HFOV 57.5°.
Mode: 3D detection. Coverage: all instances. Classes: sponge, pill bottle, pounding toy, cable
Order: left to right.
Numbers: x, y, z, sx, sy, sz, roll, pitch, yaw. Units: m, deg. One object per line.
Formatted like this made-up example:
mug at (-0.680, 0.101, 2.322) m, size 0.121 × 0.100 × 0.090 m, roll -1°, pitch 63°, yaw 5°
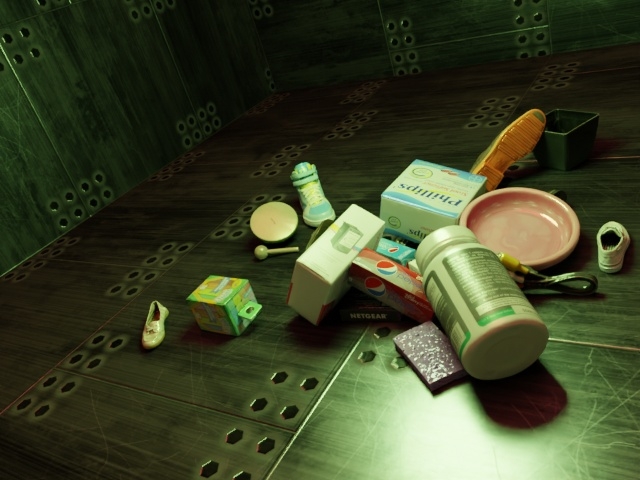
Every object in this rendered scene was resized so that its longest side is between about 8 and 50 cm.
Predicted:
pounding toy at (-0.171, -0.024, 2.247) m, size 0.183 × 0.110 × 0.237 m, roll -6°, pitch 57°, yaw -1°
sponge at (0.278, 0.284, 1.461) m, size 0.117 × 0.031 × 0.210 m, roll -23°, pitch 28°, yaw -9°
pill bottle at (0.371, 0.136, 1.412) m, size 0.204 × 0.204 × 0.361 m, roll -19°, pitch 42°, yaw -1°
cable at (0.566, 0.116, 1.536) m, size 0.287 × 0.139 × 0.072 m, roll 18°, pitch 35°, yaw 18°

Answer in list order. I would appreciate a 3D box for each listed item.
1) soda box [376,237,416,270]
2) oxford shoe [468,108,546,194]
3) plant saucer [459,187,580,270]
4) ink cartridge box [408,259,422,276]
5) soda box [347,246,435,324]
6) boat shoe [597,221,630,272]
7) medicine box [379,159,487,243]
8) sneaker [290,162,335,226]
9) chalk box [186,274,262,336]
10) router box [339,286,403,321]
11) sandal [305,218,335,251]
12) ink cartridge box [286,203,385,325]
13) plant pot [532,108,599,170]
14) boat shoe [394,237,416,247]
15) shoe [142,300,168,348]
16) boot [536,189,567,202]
soda box at (0.219, 0.048, 1.883) m, size 0.067 × 0.071 × 0.210 m, roll -32°, pitch 31°, yaw -24°
oxford shoe at (0.654, -0.330, 2.111) m, size 0.363 × 0.130 × 0.133 m, roll -48°, pitch 18°, yaw 14°
plant saucer at (0.580, -0.022, 1.716) m, size 0.332 × 0.084 × 0.332 m, roll -7°, pitch 44°, yaw 6°
ink cartridge box at (0.346, 0.087, 1.740) m, size 0.198 × 0.067 × 0.115 m, roll -27°, pitch 30°, yaw -17°
soda box at (0.209, 0.126, 1.615) m, size 0.263 × 0.092 × 0.083 m, roll 28°, pitch 43°, yaw 19°
boat shoe at (0.812, -0.003, 1.616) m, size 0.083 × 0.075 × 0.226 m, roll -3°, pitch 31°, yaw 26°
medicine box at (0.374, -0.120, 1.938) m, size 0.263 × 0.149 × 0.289 m, roll 19°, pitch 40°, yaw 25°
sneaker at (-0.041, -0.193, 2.333) m, size 0.127 × 0.208 × 0.319 m, roll -21°, pitch 28°, yaw -7°
chalk box at (-0.286, 0.205, 1.833) m, size 0.213 × 0.132 × 0.132 m, roll 2°, pitch 34°, yaw 34°
router box at (0.160, 0.179, 1.707) m, size 0.179 × 0.046 × 0.133 m, roll -3°, pitch 31°, yaw 26°
sandal at (0.000, 0.000, 2.115) m, size 0.060 × 0.090 × 0.219 m, roll -22°, pitch 25°, yaw 45°
ink cartridge box at (0.046, 0.071, 1.747) m, size 0.131 × 0.226 × 0.306 m, roll 32°, pitch 50°, yaw 15°
plant pot at (0.882, -0.361, 2.132) m, size 0.187 × 0.167 × 0.188 m, roll -29°, pitch 30°, yaw -21°
boat shoe at (0.310, -0.010, 1.964) m, size 0.049 × 0.056 × 0.152 m, roll 25°, pitch 50°, yaw 36°
shoe at (-0.556, 0.279, 1.939) m, size 0.077 × 0.058 × 0.219 m, roll -17°, pitch 27°, yaw 3°
boot at (0.684, -0.105, 1.909) m, size 0.198 × 0.077 × 0.137 m, roll -24°, pitch 16°, yaw -15°
